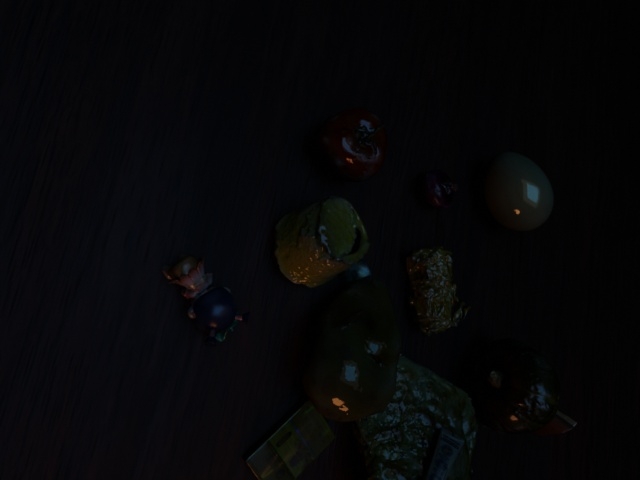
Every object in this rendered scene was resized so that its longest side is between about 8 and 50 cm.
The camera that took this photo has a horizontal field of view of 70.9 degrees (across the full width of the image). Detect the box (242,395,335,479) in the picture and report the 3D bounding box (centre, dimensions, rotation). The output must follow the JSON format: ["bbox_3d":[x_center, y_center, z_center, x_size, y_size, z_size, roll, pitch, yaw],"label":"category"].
[{"bbox_3d":[-0.068,0.467,1.021,0.193,0.030,0.121,-37,103,-28],"label":"box"}]

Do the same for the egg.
[{"bbox_3d":[0.601,-0.150,1.378,0.188,0.188,0.254,-24,93,-30],"label":"egg"}]

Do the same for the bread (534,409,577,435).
[{"bbox_3d":[0.676,0.538,1.397,0.067,0.192,0.119,-23,134,-35],"label":"bread"}]

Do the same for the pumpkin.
[{"bbox_3d":[0.518,0.397,1.238,0.189,0.260,0.260,24,74,-25],"label":"pumpkin"}]

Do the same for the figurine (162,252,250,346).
[{"bbox_3d":[-0.239,0.120,0.915,0.111,0.102,0.195,-40,106,-24],"label":"figurine"}]

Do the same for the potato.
[{"bbox_3d":[0.082,0.240,1.042,0.218,0.202,0.351,26,58,-12],"label":"potato"}]

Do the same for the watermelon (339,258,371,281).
[{"bbox_3d":[0.087,0.068,1.148,0.085,0.085,0.061,-68,156,-17],"label":"watermelon"}]

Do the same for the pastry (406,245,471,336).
[{"bbox_3d":[0.315,0.141,1.233,0.154,0.102,0.250,-5,86,-27],"label":"pastry"}]

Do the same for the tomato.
[{"bbox_3d":[0.075,-0.239,1.105,0.187,0.151,0.187,1,87,-25],"label":"tomato"}]

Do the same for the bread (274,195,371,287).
[{"bbox_3d":[0.002,0.002,1.030,0.197,0.170,0.197,13,66,-31],"label":"bread"}]

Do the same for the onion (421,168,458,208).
[{"bbox_3d":[0.339,-0.147,1.277,0.115,0.104,0.115,7,81,-49],"label":"onion"}]

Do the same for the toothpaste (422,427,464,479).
[{"bbox_3d":[0.249,0.527,0.988,0.239,0.062,0.039,-52,153,-34],"label":"toothpaste"}]

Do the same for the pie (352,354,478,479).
[{"bbox_3d":[0.245,0.515,1.115,0.395,0.180,0.418,24,68,-24],"label":"pie"}]
